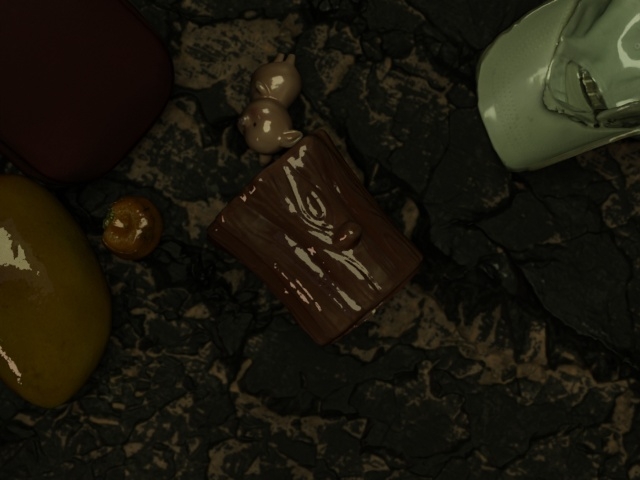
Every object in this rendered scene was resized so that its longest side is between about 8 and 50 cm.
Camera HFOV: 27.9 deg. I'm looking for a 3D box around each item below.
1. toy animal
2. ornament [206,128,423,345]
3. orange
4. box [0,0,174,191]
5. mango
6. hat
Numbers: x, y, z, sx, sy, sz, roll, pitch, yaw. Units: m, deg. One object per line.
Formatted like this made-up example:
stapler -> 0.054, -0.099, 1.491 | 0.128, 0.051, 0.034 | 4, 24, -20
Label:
toy animal -> -0.062, -0.176, 1.695 | 0.089, 0.083, 0.150 | 9, 84, -1
ornament -> 0.000, 0.000, 1.631 | 0.217, 0.221, 0.235 | 49, 128, 0
orange -> -0.244, -0.016, 1.693 | 0.086, 0.062, 0.086 | -2, 85, 17
box -> -0.373, -0.255, 1.617 | 0.263, 0.108, 0.404 | -47, 116, -4
mango -> -0.383, 0.057, 1.636 | 0.211, 0.173, 0.317 | -31, 93, 1
hat -> 0.357, -0.192, 1.677 | 0.301, 0.168, 0.257 | -30, 61, 21
